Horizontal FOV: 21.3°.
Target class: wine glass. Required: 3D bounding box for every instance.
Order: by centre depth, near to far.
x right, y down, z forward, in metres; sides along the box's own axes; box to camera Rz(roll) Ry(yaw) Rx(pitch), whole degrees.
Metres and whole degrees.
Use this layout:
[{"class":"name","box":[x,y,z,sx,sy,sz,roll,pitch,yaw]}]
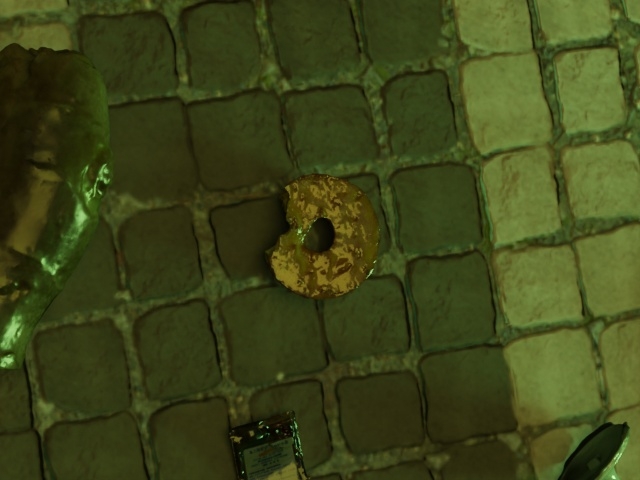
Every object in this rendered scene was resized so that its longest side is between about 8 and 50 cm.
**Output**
[{"class":"wine glass","box":[0.299,0.248,1.488,0.183,0.122,0.122,43,76,-8]}]

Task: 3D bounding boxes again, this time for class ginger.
[{"class":"ginger","box":[-0.234,-0.029,1.347,0.116,0.109,0.263,22,81,-31]}]

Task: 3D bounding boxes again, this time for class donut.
[{"class":"donut","box":[0.000,0.000,1.450,0.097,0.043,0.108,23,79,-14]}]

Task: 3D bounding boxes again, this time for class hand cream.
[{"class":"hand cream","box":[-0.029,0.229,1.433,0.062,0.039,0.163,-14,85,-15]}]
